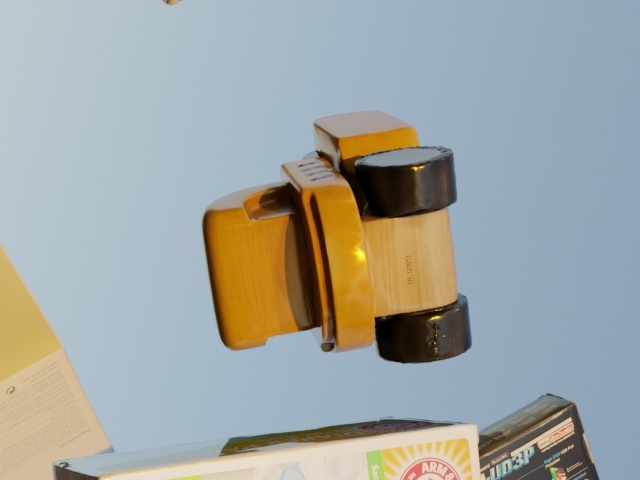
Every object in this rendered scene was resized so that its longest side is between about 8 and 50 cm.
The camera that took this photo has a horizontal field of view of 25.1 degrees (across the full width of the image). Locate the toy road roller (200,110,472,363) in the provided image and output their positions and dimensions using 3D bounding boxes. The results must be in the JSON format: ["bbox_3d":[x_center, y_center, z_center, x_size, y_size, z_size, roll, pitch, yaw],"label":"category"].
[{"bbox_3d":[0.000,0.000,1.428,0.329,0.241,0.202,-128,-150,-74],"label":"toy road roller"}]

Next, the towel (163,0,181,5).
[{"bbox_3d":[0.008,-0.378,1.435,0.317,0.053,0.332,-39,-173,-39],"label":"towel"}]

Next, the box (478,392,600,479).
[{"bbox_3d":[0.157,0.264,1.289,0.051,0.220,0.175,9,-58,64],"label":"box"}]

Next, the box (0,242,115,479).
[{"bbox_3d":[-0.387,0.200,1.787,0.215,0.168,0.345,50,-17,37],"label":"box"}]

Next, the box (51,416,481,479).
[{"bbox_3d":[-0.024,0.157,0.736,0.103,0.203,0.114,169,-83,-67],"label":"box"}]
